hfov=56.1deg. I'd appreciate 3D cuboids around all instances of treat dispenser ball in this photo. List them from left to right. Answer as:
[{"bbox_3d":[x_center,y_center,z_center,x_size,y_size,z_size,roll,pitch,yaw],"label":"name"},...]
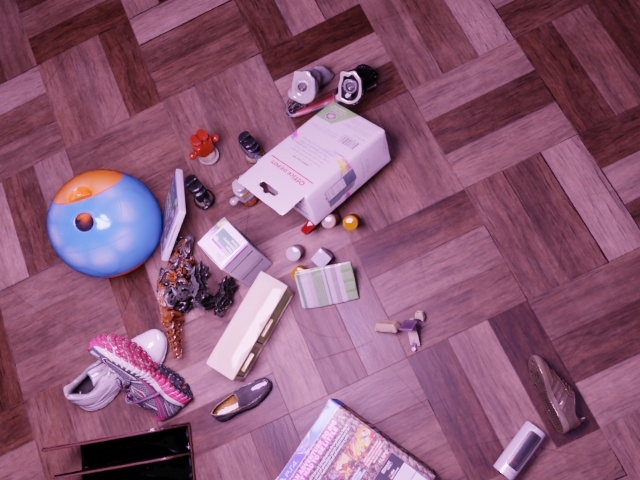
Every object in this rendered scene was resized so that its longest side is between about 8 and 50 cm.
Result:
[{"bbox_3d":[-0.567,-0.044,1.591,0.287,0.288,0.289,-2,74,9],"label":"treat dispenser ball"}]

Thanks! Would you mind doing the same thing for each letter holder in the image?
[{"bbox_3d":[-0.487,0.544,1.453,0.301,0.214,0.152,-12,73,6],"label":"letter holder"}]

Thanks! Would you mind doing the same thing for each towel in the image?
[{"bbox_3d":[0.017,0.116,1.563,0.151,0.023,0.113,-11,113,4],"label":"towel"}]

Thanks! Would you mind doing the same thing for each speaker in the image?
[{"bbox_3d":[0.461,0.489,1.394,0.055,0.055,0.136,38,84,17],"label":"speaker"}]

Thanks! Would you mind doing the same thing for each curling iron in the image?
[{"bbox_3d":[0.027,-0.412,1.724,0.273,0.035,0.068,-15,73,5],"label":"curling iron"}]

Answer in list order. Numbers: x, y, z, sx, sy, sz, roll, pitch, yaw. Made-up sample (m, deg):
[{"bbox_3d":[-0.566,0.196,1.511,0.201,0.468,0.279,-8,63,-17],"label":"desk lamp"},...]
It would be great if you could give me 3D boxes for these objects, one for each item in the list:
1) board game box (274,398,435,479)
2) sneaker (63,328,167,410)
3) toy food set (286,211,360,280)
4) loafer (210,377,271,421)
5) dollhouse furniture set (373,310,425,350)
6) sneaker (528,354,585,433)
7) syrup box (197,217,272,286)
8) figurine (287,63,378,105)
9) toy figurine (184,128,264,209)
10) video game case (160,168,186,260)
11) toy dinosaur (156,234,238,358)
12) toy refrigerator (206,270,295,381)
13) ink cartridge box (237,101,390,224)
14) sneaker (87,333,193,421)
[{"bbox_3d":[0.083,0.549,1.395,0.291,0.141,0.232,34,82,16],"label":"board game box"},{"bbox_3d":[-0.528,0.338,1.563,0.297,0.129,0.111,-40,70,-4],"label":"sneaker"},{"bbox_3d":[0.000,0.000,1.602,0.111,0.104,0.232,42,103,4],"label":"toy food set"},{"bbox_3d":[-0.201,0.405,1.524,0.170,0.061,0.062,-35,71,-2],"label":"loafer"},{"bbox_3d":[0.204,0.232,1.532,0.114,0.091,0.081,0,116,32],"label":"dollhouse furniture set"},{"bbox_3d":[0.557,0.355,1.419,0.071,0.066,0.189,-16,77,-13],"label":"sneaker"},{"bbox_3d":[-0.212,0.035,1.536,0.096,0.237,0.093,-45,72,-4],"label":"syrup box"},{"bbox_3d":[0.039,-0.441,1.657,0.214,0.209,0.093,5,117,17],"label":"figurine"},{"bbox_3d":[-0.262,-0.192,1.662,0.209,0.148,0.213,0,73,3],"label":"toy figurine"},{"bbox_3d":[-0.398,-0.070,1.609,0.022,0.173,0.190,12,37,-25],"label":"video game case"},{"bbox_3d":[-0.354,0.141,1.600,0.218,0.164,0.322,-9,88,29],"label":"toy dinosaur"},{"bbox_3d":[-0.173,0.225,1.548,0.094,0.102,0.270,28,80,15],"label":"toy refrigerator"},{"bbox_3d":[-0.015,-0.184,1.563,0.353,0.119,0.207,-41,54,-16],"label":"ink cartridge box"},{"bbox_3d":[-0.456,0.344,1.487,0.112,0.121,0.299,-44,115,0],"label":"sneaker"}]
